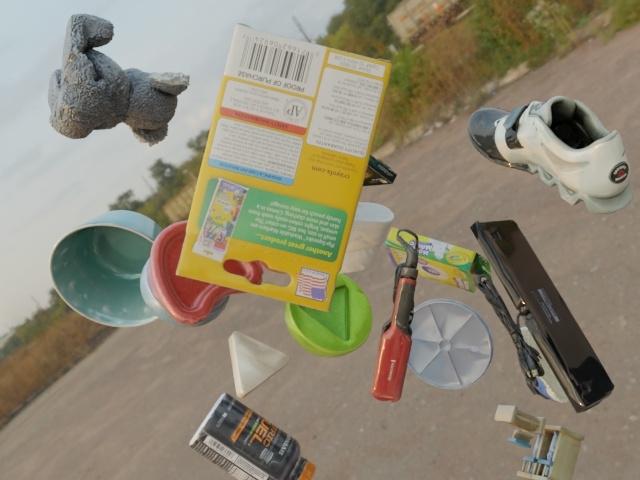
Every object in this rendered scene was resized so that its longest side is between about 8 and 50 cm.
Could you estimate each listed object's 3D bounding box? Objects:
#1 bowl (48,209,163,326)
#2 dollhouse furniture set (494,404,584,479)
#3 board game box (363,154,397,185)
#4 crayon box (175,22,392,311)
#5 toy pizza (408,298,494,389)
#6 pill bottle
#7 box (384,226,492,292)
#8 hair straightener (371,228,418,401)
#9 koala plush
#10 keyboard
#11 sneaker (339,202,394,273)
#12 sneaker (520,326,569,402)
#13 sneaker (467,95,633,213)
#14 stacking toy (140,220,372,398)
[{"bbox_3d":[-0.493,0.049,1.751,0.312,0.311,0.163,-34,24,22],"label":"bowl"},{"bbox_3d":[0.469,0.467,1.592,0.129,0.184,0.129,-69,10,-17],"label":"dollhouse furniture set"},{"bbox_3d":[0.052,-0.150,1.389,0.186,0.126,0.026,3,63,62],"label":"board game box"},{"bbox_3d":[-0.047,-0.090,0.908,0.083,0.203,0.322,-127,52,-89],"label":"crayon box"},{"bbox_3d":[0.268,0.218,1.491,0.201,0.201,0.032,-34,-3,26],"label":"toy pizza"},{"bbox_3d":[-0.131,0.428,1.421,0.130,0.246,0.130,-56,1,1],"label":"pill bottle"},{"bbox_3d":[0.208,0.038,1.219,0.043,0.179,0.105,-67,-25,-17],"label":"box"},{"bbox_3d":[0.098,0.090,0.909,0.047,0.230,0.089,5,20,6],"label":"hair straightener"},{"bbox_3d":[-0.359,-0.259,1.267,0.196,0.221,0.203,-53,39,37],"label":"koala plush"},{"bbox_3d":[0.312,0.108,1.049,0.202,0.317,0.033,-5,-29,-46],"label":"keyboard"},{"bbox_3d":[0.000,0.000,1.518,0.108,0.293,0.169,-102,21,-50],"label":"sneaker"},{"bbox_3d":[0.396,0.230,1.290,0.058,0.152,0.084,-35,-4,-14],"label":"sneaker"},{"bbox_3d":[0.356,-0.178,1.112,0.122,0.146,0.330,-32,39,-15],"label":"sneaker"},{"bbox_3d":[-0.092,0.084,1.029,0.309,0.279,0.130,-20,-19,-33],"label":"stacking toy"}]
